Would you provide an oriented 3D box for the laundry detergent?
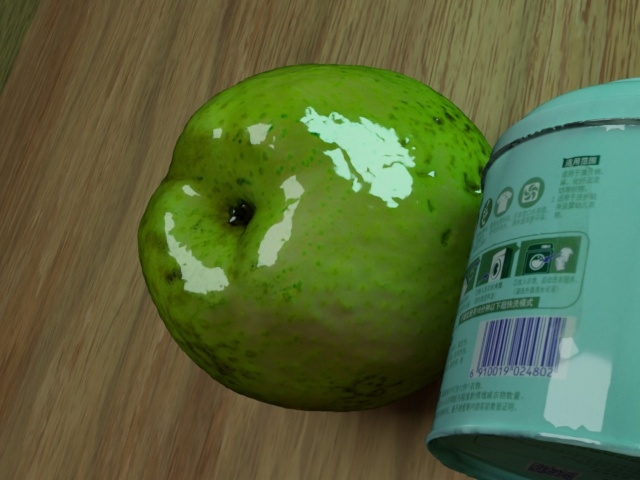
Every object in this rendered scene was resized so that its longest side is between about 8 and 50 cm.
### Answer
[{"bbox_3d":[0.252,0.047,0.736,0.287,0.287,0.305,-5,61,45],"label":"laundry detergent"}]

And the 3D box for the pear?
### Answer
[{"bbox_3d":[0.000,0.000,0.953,0.391,0.391,0.391,-27,48,33],"label":"pear"}]
